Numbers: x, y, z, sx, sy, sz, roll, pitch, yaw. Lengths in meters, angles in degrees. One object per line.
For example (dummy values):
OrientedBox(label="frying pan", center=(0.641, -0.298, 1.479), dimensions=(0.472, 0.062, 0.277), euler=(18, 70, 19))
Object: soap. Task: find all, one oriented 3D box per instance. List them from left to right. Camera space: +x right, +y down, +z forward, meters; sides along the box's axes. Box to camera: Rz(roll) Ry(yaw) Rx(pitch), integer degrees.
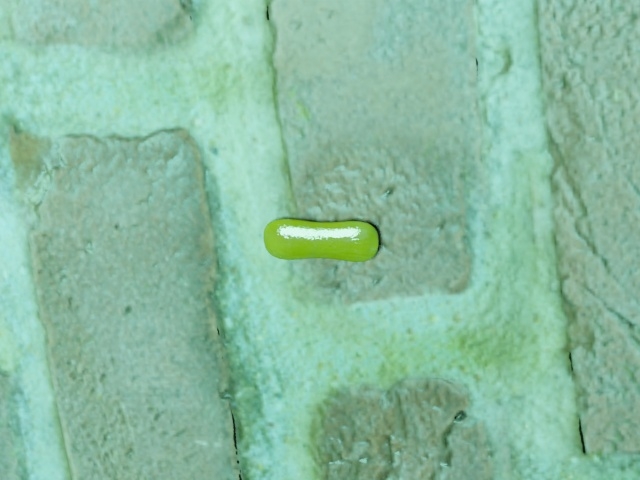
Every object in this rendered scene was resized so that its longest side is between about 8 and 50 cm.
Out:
OrientedBox(label="soap", center=(0.000, 0.000, 0.990), dimensions=(0.089, 0.012, 0.034), euler=(1, 109, 11))
